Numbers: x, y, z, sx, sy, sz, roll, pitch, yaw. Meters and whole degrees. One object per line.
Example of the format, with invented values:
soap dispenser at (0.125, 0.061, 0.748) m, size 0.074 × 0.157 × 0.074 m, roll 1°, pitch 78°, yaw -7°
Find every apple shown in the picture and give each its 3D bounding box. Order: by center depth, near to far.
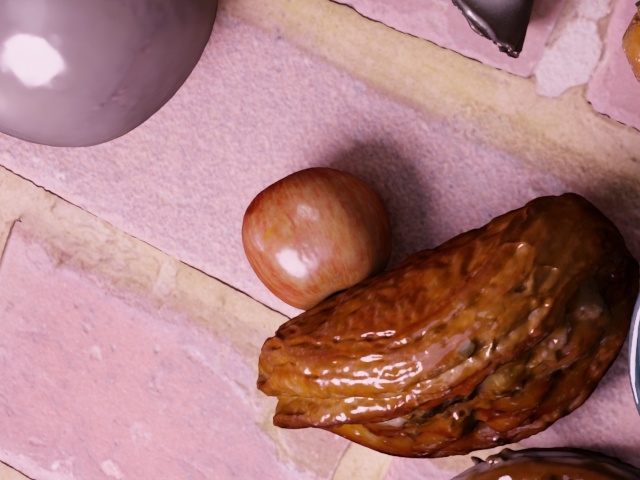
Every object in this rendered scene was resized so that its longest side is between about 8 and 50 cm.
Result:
apple at (0.000, 0.000, 1.872) m, size 0.146 × 0.146 × 0.131 m, roll -33°, pitch 67°, yaw 26°

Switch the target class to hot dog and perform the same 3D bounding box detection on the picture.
hot dog at (0.119, 0.102, 1.794) m, size 0.387 × 0.267 × 0.174 m, roll -28°, pitch 60°, yaw 25°

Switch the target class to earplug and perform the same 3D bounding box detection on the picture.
earplug at (-0.295, -0.278, 1.851) m, size 0.394 × 0.312 × 0.313 m, roll 39°, pitch 114°, yaw 10°

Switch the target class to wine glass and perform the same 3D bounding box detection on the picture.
wine glass at (0.208, -0.271, 1.747) m, size 0.183 × 0.122 × 0.122 m, roll -43°, pitch 83°, yaw 19°

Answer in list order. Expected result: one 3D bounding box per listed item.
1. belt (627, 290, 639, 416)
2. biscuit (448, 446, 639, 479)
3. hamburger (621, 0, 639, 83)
belt at (0.470, 0.035, 1.659) m, size 0.300 × 0.173 × 0.436 m, roll 46°, pitch 114°, yaw 7°
biscuit at (0.274, 0.349, 1.843) m, size 0.268 × 0.115 × 0.366 m, roll -39°, pitch 90°, yaw 24°
hamburger at (0.329, -0.196, 1.716) m, size 0.102 × 0.087 × 0.176 m, roll 36°, pitch 116°, yaw 11°
